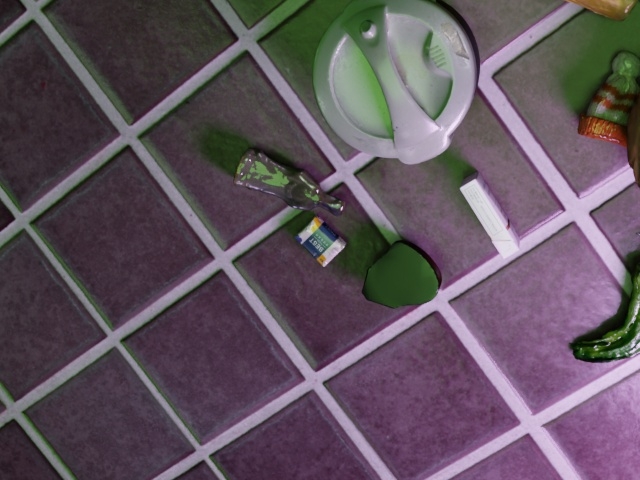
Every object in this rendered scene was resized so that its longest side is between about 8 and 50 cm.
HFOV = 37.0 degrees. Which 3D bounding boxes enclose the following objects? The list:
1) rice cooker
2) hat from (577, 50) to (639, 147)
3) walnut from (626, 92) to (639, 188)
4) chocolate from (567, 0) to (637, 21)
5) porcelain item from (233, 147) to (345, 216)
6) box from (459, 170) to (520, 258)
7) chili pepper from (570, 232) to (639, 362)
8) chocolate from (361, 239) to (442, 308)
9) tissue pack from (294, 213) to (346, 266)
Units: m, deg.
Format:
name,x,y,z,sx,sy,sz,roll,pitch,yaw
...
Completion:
name,x,y,z,sx,sy,sz,roll,pitch,yaw
rice cooker,0.134,-0.282,1.629,0.289,0.277,0.288,3,106,10
hat,0.515,-0.249,1.663,0.112,0.093,0.162,15,102,-20
walnut,0.665,-0.151,1.543,0.333,0.333,0.332,3,105,10
chocolate,0.336,-0.510,1.612,0.446,0.162,0.162,29,108,-1
porcelain item,-0.053,-0.105,1.818,0.216,0.069,0.081,22,103,6
box,0.313,-0.048,1.754,0.040,0.084,0.154,-30,96,16
chili pepper,0.572,0.121,1.756,0.122,0.065,0.278,22,111,1
chocolate,0.156,0.061,1.818,0.149,0.080,0.125,-11,90,21
tissue pack,0.000,0.000,1.849,0.083,0.042,0.062,45,105,-3
